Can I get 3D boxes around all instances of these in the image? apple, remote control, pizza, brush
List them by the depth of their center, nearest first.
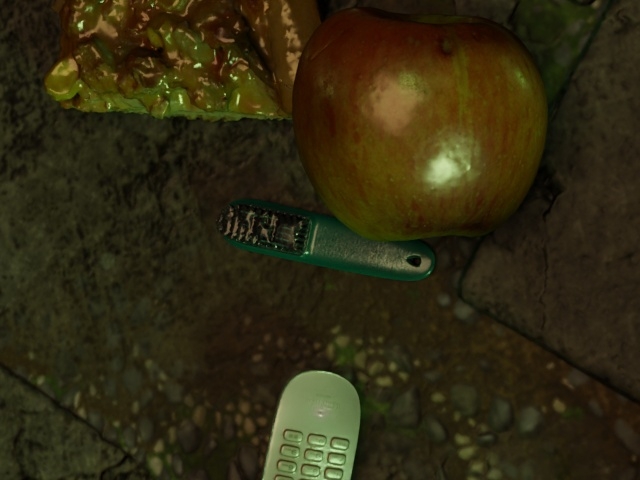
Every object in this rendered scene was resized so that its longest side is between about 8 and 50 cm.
[{"bbox_3d":[0.074,-0.086,1.368,0.196,0.196,0.196,-1,86,22],"label":"apple"},{"bbox_3d":[-0.021,0.216,1.461,0.073,0.044,0.229,10,94,-16],"label":"remote control"},{"bbox_3d":[0.000,0.000,1.475,0.193,0.032,0.043,13,91,23],"label":"brush"},{"bbox_3d":[-0.107,-0.234,1.509,0.257,0.087,0.268,2,85,19],"label":"pizza"}]
